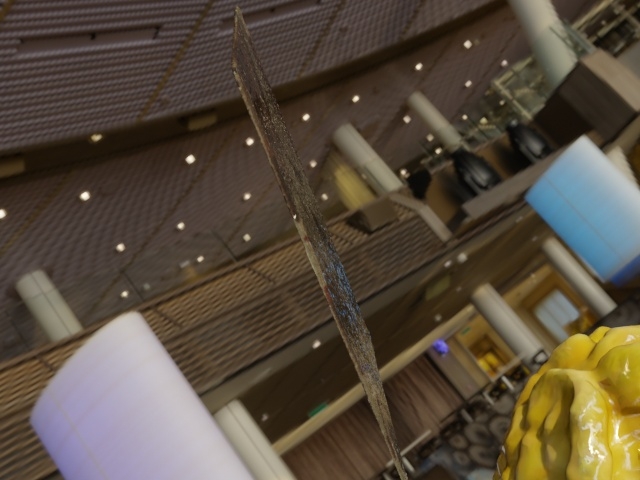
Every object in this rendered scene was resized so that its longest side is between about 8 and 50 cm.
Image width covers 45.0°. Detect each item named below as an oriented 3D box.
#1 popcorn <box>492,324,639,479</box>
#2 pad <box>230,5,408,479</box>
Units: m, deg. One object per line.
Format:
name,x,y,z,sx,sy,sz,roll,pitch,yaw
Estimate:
popcorn,0.149,0.143,0.367,0.140,0.163,0.194,17,-81,-23
pad,0.000,0.000,0.573,0.004,0.330,0.220,-20,26,4
